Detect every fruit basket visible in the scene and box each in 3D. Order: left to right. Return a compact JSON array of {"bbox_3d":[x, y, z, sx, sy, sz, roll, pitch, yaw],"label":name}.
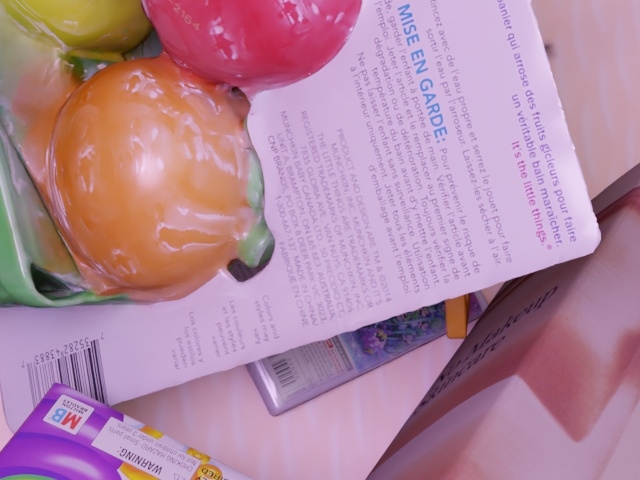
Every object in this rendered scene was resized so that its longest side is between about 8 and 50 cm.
[{"bbox_3d":[-0.058,-0.102,0.858,0.165,0.353,0.327,-4,76,-61],"label":"fruit basket"}]

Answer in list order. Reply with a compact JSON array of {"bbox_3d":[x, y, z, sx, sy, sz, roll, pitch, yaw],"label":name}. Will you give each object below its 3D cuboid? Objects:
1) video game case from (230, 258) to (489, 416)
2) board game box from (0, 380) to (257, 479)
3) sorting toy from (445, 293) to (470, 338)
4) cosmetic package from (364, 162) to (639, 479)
[{"bbox_3d":[0.000,0.000,1.013,0.143,0.019,0.157,-24,82,-21],"label":"video game case"},{"bbox_3d":[-0.131,0.217,0.773,0.142,0.144,0.275,26,39,6],"label":"board game box"},{"bbox_3d":[0.046,-0.118,0.937,0.047,0.196,0.347,-2,98,8],"label":"sorting toy"},{"bbox_3d":[0.125,0.100,0.893,0.129,0.153,0.296,43,43,-2],"label":"cosmetic package"}]
